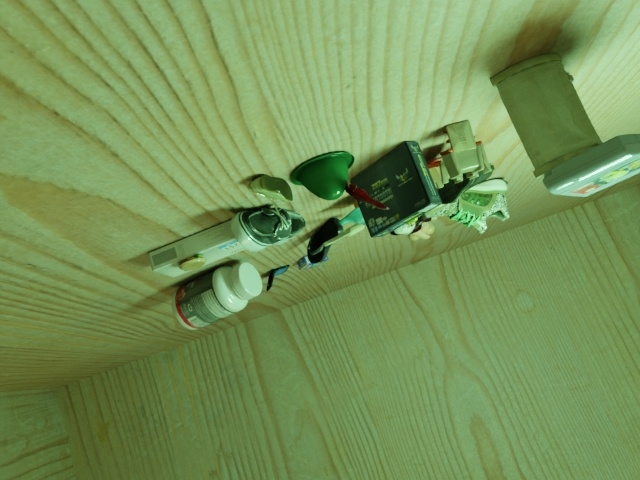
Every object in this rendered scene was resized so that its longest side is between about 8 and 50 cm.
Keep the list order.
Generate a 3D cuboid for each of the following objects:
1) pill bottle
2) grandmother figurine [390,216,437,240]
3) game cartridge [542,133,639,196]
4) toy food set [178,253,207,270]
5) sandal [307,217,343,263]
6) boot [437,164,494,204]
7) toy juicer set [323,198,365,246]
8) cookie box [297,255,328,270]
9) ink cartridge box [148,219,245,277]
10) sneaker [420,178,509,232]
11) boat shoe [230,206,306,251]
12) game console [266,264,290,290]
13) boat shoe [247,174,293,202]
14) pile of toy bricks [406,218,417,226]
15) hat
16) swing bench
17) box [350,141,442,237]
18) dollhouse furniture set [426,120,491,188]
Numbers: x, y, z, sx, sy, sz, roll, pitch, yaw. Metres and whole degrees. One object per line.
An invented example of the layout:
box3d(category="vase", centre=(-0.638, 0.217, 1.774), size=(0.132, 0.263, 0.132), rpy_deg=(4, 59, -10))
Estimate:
box3d(category="pill bottle", centre=(-0.377, 0.198, 2.149), size=(0.318, 0.176, 0.176), rpy_deg=(-25, 166, 25))
box3d(category="grandmother figurine", centre=(0.376, -0.056, 2.375), size=(0.207, 0.104, 0.342), rpy_deg=(-34, 165, 20))
box3d(category="game cartridge", centre=(0.622, -0.160, 1.268), size=(0.196, 0.060, 0.294), rpy_deg=(-34, 161, 35))
box3d(category="toy food set", centre=(-0.366, 0.064, 1.678), size=(0.082, 0.020, 0.083), rpy_deg=(-16, 164, -11))
box3d(category="sandal", centre=(0.000, -0.001, 2.081), size=(0.054, 0.097, 0.254), rpy_deg=(-13, 155, -31))
box3d(category="boot", centre=(0.515, -0.196, 2.062), size=(0.137, 0.077, 0.198), rpy_deg=(-18, 169, -30))
box3d(category="toy juicer set", centre=(0.157, -0.108, 1.890), size=(0.329, 0.089, 0.209), rpy_deg=(-36, 174, 27))
box3d(category="cookie box", centre=(-0.033, 0.088, 2.496), size=(0.107, 0.040, 0.092), rpy_deg=(-12, 166, -26))
box3d(category="ink cartridge box", centre=(-0.330, 0.033, 1.783), size=(0.296, 0.066, 0.261), rpy_deg=(-21, 166, 8))
box3d(category="sneaker", centre=(0.570, -0.113, 2.222), size=(0.410, 0.182, 0.158), rpy_deg=(-14, 166, -21))
box3d(category="boat shoe", centre=(-0.141, -0.050, 1.655), size=(0.119, 0.121, 0.335), rpy_deg=(-32, 175, 18))
box3d(category="game console", centre=(-0.184, 0.163, 2.526), size=(0.071, 0.107, 0.122), rpy_deg=(13, 159, -10))
box3d(category="boat shoe", centre=(-0.121, -0.126, 1.463), size=(0.048, 0.056, 0.153), rpy_deg=(-15, 169, 26))
box3d(category="pile of toy bricks", centre=(0.309, -0.101, 2.066), size=(0.118, 0.105, 0.212), rpy_deg=(-7, 162, -43))
box3d(category="hat", centre=(0.035, -0.107, 1.467), size=(0.173, 0.184, 0.208), rpy_deg=(-16, 167, -14))
box3d(category="swing bench", centre=(0.541, -0.275, 1.356), size=(0.165, 0.253, 0.254), rpy_deg=(-26, 166, 24))
box3d(category="box", centre=(0.200, -0.135, 1.593), size=(0.059, 0.183, 0.232), rpy_deg=(-6, 162, -44))
box3d(category="dollhouse furniture set", centre=(0.348, -0.229, 1.638), size=(0.262, 0.135, 0.259), rpy_deg=(-16, 178, -15))
